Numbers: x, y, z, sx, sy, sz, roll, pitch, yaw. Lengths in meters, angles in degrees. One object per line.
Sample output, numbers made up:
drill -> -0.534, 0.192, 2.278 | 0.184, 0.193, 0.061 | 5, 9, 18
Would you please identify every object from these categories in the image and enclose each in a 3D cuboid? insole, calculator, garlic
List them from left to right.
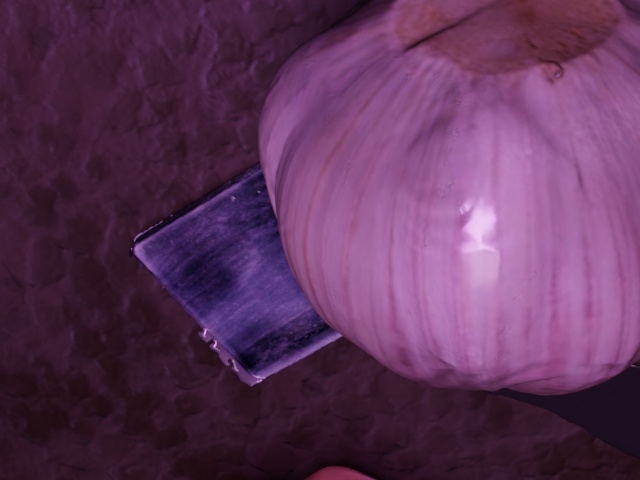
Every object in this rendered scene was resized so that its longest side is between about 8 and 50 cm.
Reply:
calculator -> 0.000, 0.000, 1.268 | 0.262, 0.021, 0.161 | -29, 114, 25
garlic -> 0.107, -0.034, 1.056 | 0.317, 0.317, 0.259 | -3, 135, 11
insole -> 0.210, 0.118, 1.322 | 0.253, 0.005, 0.086 | 21, 123, -5

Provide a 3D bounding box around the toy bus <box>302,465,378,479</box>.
toy bus -> -0.012, 0.313, 1.384 | 0.232, 0.194, 0.287 | 40, 121, -8
